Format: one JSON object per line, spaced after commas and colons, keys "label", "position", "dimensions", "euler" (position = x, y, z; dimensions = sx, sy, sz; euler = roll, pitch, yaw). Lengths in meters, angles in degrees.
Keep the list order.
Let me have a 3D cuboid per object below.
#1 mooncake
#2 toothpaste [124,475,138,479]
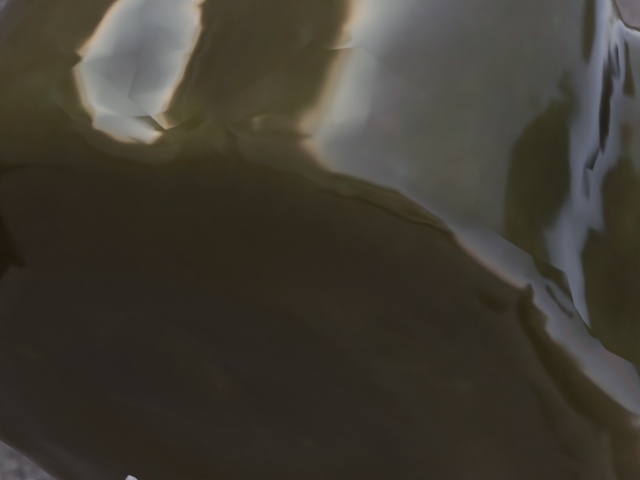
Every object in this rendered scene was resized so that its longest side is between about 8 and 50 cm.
{"label": "mooncake", "position": [0.000, 0.000, 1.112], "dimensions": [0.467, 0.467, 0.262], "euler": [52, 46, -41]}
{"label": "toothpaste", "position": [-0.012, 0.167, 0.734], "dimensions": [0.067, 0.194, 0.043], "euler": [-55, 166, -14]}
